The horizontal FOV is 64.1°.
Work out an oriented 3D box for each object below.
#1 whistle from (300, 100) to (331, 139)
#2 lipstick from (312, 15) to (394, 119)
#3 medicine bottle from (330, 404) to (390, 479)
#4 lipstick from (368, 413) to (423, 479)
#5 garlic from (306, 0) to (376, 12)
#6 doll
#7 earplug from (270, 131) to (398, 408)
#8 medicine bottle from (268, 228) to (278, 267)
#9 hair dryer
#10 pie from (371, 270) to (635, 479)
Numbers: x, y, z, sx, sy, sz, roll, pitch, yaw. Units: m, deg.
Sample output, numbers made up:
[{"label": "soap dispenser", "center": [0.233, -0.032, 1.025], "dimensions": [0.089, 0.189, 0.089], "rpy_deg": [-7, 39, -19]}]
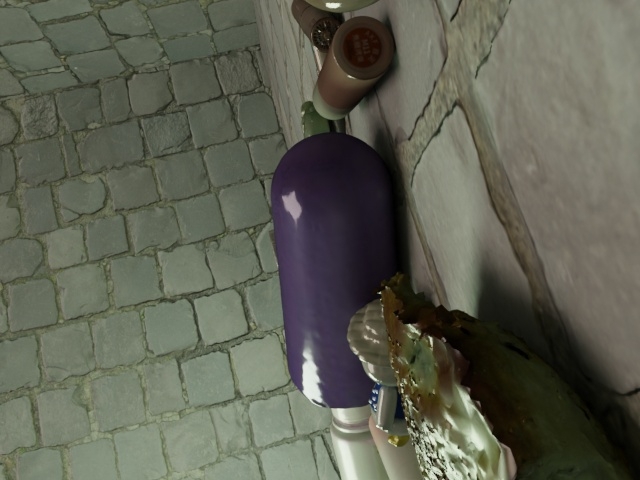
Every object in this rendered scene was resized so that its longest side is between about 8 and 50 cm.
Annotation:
[{"label": "whistle", "center": [-0.009, -0.248, 1.158], "dimensions": [0.258, 0.067, 0.126], "rpy_deg": [-103, 9, -53]}, {"label": "lipstick", "center": [0.034, -0.215, 0.674], "dimensions": [0.254, 0.070, 0.070], "rpy_deg": [-149, 45, -83]}, {"label": "medicine bottle", "center": [0.114, 0.484, 1.237], "dimensions": [0.170, 0.170, 0.293], "rpy_deg": [-129, 24, -79]}, {"label": "lipstick", "center": [0.164, 0.413, 0.933], "dimensions": [0.327, 0.087, 0.087], "rpy_deg": [-123, 20, -77]}, {"label": "garlic", "center": [-0.010, -0.249, 0.435], "dimensions": [0.127, 0.194, 0.131], "rpy_deg": [60, -173, -53]}, {"label": "doll", "center": [0.109, 0.191, 0.741], "dimensions": [0.138, 0.119, 0.293], "rpy_deg": [-50, -39, -38]}, {"label": "earplug", "center": [0.026, 0.048, 0.806], "dimensions": [0.215, 0.215, 0.456], "rpy_deg": [-110, 10, -52]}, {"label": "medicine bottle", "center": [0.000, 0.000, 1.003], "dimensions": [0.132, 0.188, 0.088], "rpy_deg": [-117, 14, -68]}, {"label": "hair dryer", "center": [0.013, -0.299, 0.890], "dimensions": [0.195, 0.054, 0.220], "rpy_deg": [-109, 0, -51]}, {"label": "pie", "center": [0.143, 0.193, 0.423], "dimensions": [0.288, 0.103, 0.354], "rpy_deg": [-173, 64, -85]}]
